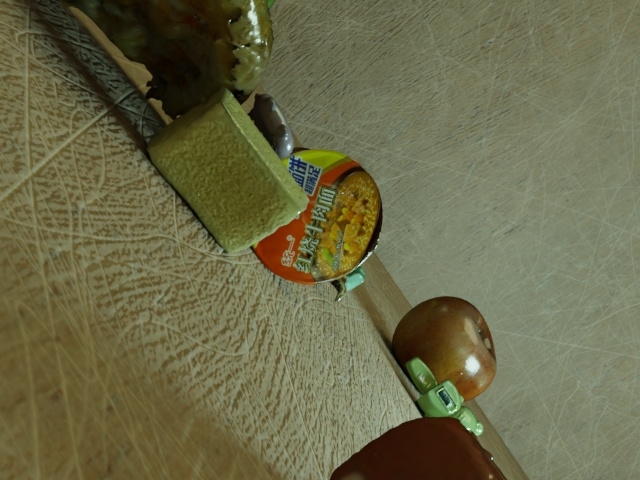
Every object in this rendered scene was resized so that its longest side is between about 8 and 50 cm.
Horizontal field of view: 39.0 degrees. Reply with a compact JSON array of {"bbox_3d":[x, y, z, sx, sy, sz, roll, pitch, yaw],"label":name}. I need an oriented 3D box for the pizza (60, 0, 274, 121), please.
[{"bbox_3d":[-0.187,-0.282,1.084,0.392,0.080,0.435,11,-26,45],"label":"pizza"}]

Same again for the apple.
[{"bbox_3d":[0.289,0.261,2.134,0.253,0.254,0.253,55,6,-9],"label":"apple"}]

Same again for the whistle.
[{"bbox_3d":[0.257,0.353,1.944,0.227,0.105,0.085,55,-25,14],"label":"whistle"}]

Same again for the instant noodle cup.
[{"bbox_3d":[-0.025,-0.054,1.426,0.213,0.213,0.174,54,-2,-19],"label":"instant noodle cup"}]

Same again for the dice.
[{"bbox_3d":[0.111,0.277,0.817,0.175,0.174,0.179,51,9,-30],"label":"dice"}]

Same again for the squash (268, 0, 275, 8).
[{"bbox_3d":[-0.236,-0.587,1.988,0.310,0.309,0.310,54,7,-10],"label":"squash"}]

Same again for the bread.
[{"bbox_3d":[-0.117,-0.083,1.140,0.188,0.125,0.068,52,19,-26],"label":"bread"}]

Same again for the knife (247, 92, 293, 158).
[{"bbox_3d":[-0.107,-0.146,1.322,0.132,0.038,0.399,64,-16,-9],"label":"knife"}]

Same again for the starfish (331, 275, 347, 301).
[{"bbox_3d":[-0.017,0.026,1.699,0.213,0.057,0.238,52,20,14],"label":"starfish"}]

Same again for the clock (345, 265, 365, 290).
[{"bbox_3d":[0.027,0.021,2.013,0.188,0.060,0.148,54,7,-7],"label":"clock"}]
